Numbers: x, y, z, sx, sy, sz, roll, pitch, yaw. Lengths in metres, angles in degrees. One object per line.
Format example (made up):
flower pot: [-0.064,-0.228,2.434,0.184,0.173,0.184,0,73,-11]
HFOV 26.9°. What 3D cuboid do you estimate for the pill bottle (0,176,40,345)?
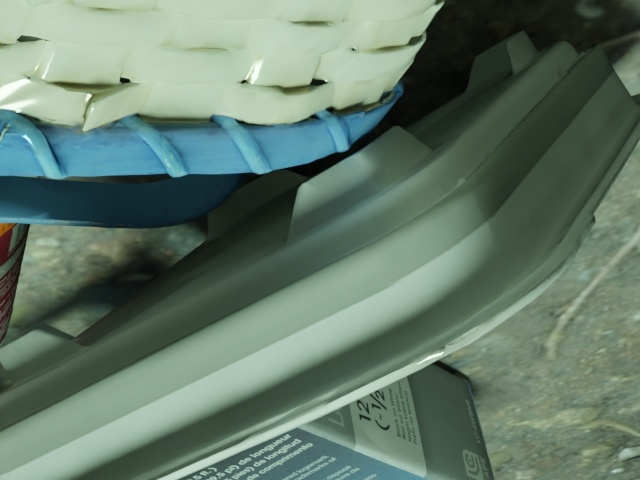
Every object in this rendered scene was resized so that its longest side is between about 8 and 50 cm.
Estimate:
pill bottle: [-0.211,0.008,0.668,0.121,0.121,0.221,3,144,-19]

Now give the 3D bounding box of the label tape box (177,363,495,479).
label tape box: [-0.082,0.141,0.911,0.249,0.115,0.348,-32,138,28]

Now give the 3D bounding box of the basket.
basket: [-0.086,-0.099,0.461,0.255,0.201,0.289,-2,141,-40]

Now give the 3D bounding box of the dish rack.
dish rack: [0.000,0.000,0.613,0.286,0.072,0.333,-28,-174,28]
